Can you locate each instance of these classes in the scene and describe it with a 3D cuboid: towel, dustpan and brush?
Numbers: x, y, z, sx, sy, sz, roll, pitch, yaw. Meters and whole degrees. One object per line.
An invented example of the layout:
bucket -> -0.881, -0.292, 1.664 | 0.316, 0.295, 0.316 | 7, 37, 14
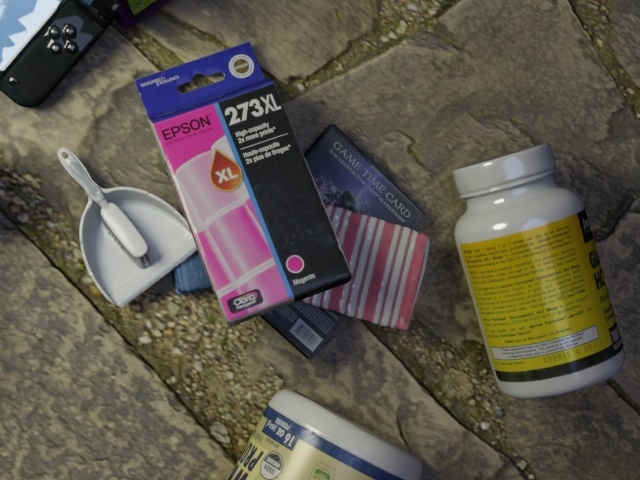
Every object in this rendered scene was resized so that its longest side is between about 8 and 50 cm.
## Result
towel -> 0.052, 0.036, 1.368 | 0.197, 0.029, 0.144 | 17, 81, -16
towel -> -0.147, 0.032, 1.355 | 0.119, 0.029, 0.067 | -11, 92, -13
dustpan and brush -> -0.280, -0.036, 1.303 | 0.147, 0.060, 0.211 | -38, 83, -10

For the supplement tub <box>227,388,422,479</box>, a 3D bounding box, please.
supplement tub -> -0.030, 0.379, 1.279 | 0.228, 0.228, 0.316 | 30, 82, -12

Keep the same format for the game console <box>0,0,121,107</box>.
game console -> -0.403, -0.341, 1.195 | 0.293, 0.173, 0.250 | 42, 94, -10

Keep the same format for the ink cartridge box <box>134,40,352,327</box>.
ink cartridge box -> -0.107, -0.086, 1.306 | 0.176, 0.069, 0.371 | -21, 80, -10

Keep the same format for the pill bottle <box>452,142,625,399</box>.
pill bottle -> 0.300, 0.040, 1.387 | 0.188, 0.188, 0.333 | -17, 94, -14

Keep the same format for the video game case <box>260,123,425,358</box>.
video game case -> 0.000, 0.000, 1.376 | 0.196, 0.026, 0.274 | 43, 73, -14

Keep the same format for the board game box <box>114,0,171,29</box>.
board game box -> -0.160, -0.452, 1.280 | 0.347, 0.208, 0.056 | -37, 59, -12
